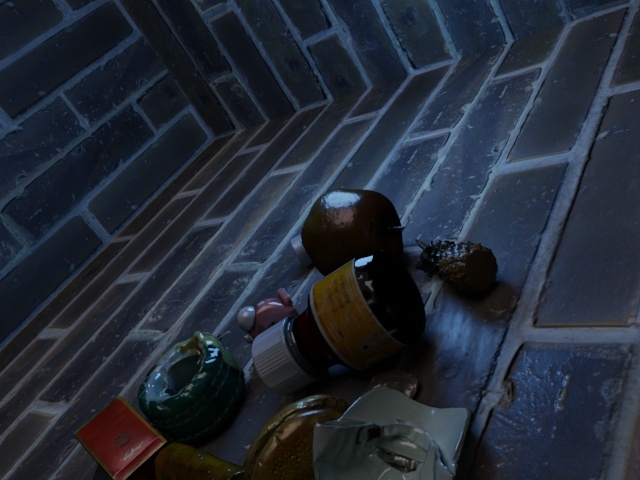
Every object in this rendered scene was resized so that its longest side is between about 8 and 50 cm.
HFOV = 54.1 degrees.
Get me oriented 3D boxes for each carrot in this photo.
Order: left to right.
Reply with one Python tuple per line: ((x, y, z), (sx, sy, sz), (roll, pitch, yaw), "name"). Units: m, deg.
((-0.260, 0.526, 1.383), (0.302, 0.114, 0.114), (-2, 40, 44), "carrot")

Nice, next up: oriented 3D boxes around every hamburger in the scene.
((-0.052, 0.417, 1.253), (0.283, 0.156, 0.144), (-50, 13, -8), "hamburger")

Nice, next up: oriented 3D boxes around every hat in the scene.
((0.144, 0.394, 1.145), (0.258, 0.168, 0.301), (13, 23, 28), "hat")

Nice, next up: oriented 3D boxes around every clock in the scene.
((-0.130, 0.231, 1.685), (0.162, 0.166, 0.093), (-29, 26, -7), "clock")

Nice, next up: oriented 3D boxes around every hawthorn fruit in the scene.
((0.109, -0.012, 1.735), (0.301, 0.267, 0.267), (-1, 40, 42), "hawthorn fruit")

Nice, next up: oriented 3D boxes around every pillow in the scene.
((0.122, 0.360, 1.319), (0.135, 0.034, 0.211), (-11, 32, 43), "pillow")

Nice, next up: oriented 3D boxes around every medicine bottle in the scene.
((0.000, 0.000, 1.994), (0.168, 0.105, 0.105), (-30, 26, 6), "medicine bottle")
((0.034, 0.209, 1.472), (0.395, 0.242, 0.242), (-35, 23, 26), "medicine bottle")

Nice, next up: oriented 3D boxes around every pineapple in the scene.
((0.317, 0.055, 1.536), (0.128, 0.128, 0.248), (-41, 22, -14), "pineapple")

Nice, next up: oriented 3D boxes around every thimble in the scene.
((-0.330, 0.381, 1.642), (0.254, 0.167, 0.288), (-16, 32, 30), "thimble")

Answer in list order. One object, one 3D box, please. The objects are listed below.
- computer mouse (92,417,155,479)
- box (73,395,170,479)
((-0.523, 0.566, 1.666), (0.120, 0.057, 0.232), (-14, 33, 34), "computer mouse")
((-0.502, 0.521, 1.602), (0.240, 0.074, 0.153), (25, 50, 39), "box")
